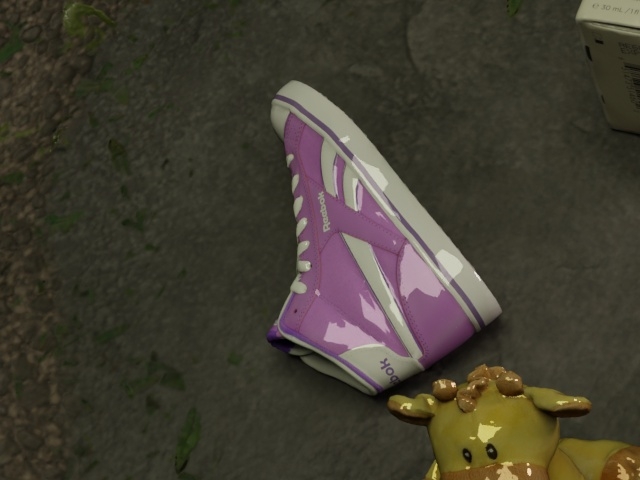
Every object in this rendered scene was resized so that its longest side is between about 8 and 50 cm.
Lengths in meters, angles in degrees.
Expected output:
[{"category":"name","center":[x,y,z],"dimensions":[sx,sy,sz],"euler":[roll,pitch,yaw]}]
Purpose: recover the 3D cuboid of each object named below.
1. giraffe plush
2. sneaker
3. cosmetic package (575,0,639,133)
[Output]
[{"category":"giraffe plush","center":[0.136,0.161,1.231],"dimensions":[0.181,0.170,0.210],"euler":[-27,55,4]},{"category":"sneaker","center":[0.000,0.000,1.426],"dimensions":[0.161,0.102,0.282],"euler":[-37,55,1]},{"category":"cosmetic package","center":[0.313,-0.244,1.414],"dimensions":[0.113,0.160,0.309],"euler":[15,68,27]}]
